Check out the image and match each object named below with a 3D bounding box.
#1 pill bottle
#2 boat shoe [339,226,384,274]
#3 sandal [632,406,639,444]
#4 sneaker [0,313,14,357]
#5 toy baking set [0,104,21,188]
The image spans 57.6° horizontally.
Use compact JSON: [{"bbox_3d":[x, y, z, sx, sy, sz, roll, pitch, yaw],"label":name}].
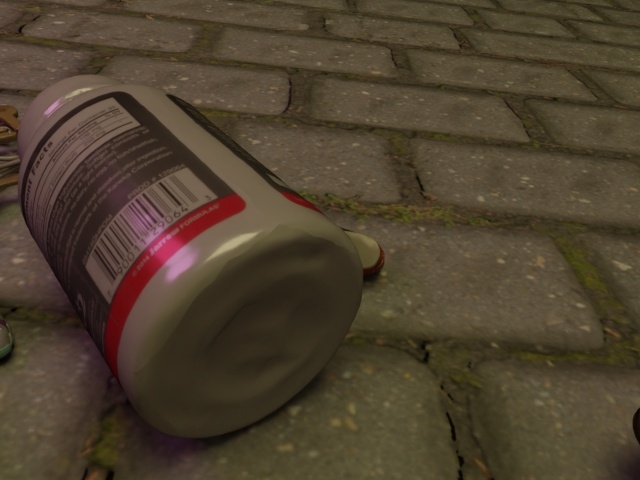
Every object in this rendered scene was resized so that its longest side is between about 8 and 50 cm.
[{"bbox_3d":[-0.129,-0.017,0.465,0.176,0.176,0.318,-19,44,-33],"label":"pill bottle"},{"bbox_3d":[0.000,0.000,0.586,0.137,0.049,0.043,19,-6,18],"label":"boat shoe"},{"bbox_3d":[0.308,0.154,0.426,0.219,0.060,0.090,4,39,-31],"label":"sandal"},{"bbox_3d":[-0.269,0.043,0.444,0.038,0.069,0.098,-25,47,-37],"label":"sneaker"},{"bbox_3d":[-0.331,-0.103,0.677,0.196,0.030,0.256,-6,37,-15],"label":"toy baking set"}]
